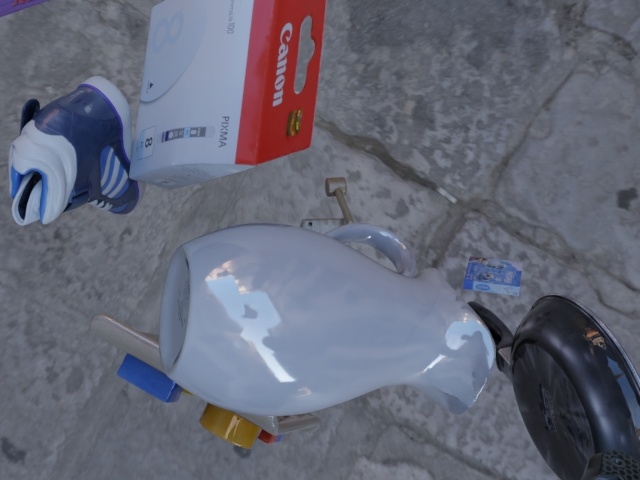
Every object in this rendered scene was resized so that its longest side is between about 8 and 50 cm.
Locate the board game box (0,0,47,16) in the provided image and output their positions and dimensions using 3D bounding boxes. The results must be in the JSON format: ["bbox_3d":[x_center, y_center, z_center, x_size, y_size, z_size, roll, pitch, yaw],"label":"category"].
[{"bbox_3d":[-0.220,-0.188,0.453,0.056,0.208,0.347,49,51,4],"label":"board game box"}]

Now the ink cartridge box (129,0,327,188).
[{"bbox_3d":[-0.149,-0.257,1.219,0.091,0.385,0.308,15,75,-38],"label":"ink cartridge box"}]

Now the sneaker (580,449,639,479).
[{"bbox_3d":[0.103,0.151,0.331,0.227,0.130,0.087,12,112,-27],"label":"sneaker"}]

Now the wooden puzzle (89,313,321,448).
[{"bbox_3d":[-0.178,0.238,1.269,0.322,0.348,0.081,26,81,15],"label":"wooden puzzle"}]

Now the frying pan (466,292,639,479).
[{"bbox_3d":[0.200,0.106,0.747,0.053,0.326,0.197,-17,131,-13],"label":"frying pan"}]

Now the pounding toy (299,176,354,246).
[{"bbox_3d":[0.001,-0.007,1.375,0.094,0.181,0.206,-1,80,-6],"label":"pounding toy"}]

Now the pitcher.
[{"bbox_3d":[-0.005,0.040,0.563,0.207,0.178,0.125,7,124,-23],"label":"pitcher"}]

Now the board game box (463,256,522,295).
[{"bbox_3d":[0.287,0.058,1.324,0.090,0.090,0.020,7,117,13],"label":"board game box"}]

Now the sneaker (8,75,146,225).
[{"bbox_3d":[-0.406,-0.092,1.289,0.130,0.323,0.236,31,58,12],"label":"sneaker"}]
